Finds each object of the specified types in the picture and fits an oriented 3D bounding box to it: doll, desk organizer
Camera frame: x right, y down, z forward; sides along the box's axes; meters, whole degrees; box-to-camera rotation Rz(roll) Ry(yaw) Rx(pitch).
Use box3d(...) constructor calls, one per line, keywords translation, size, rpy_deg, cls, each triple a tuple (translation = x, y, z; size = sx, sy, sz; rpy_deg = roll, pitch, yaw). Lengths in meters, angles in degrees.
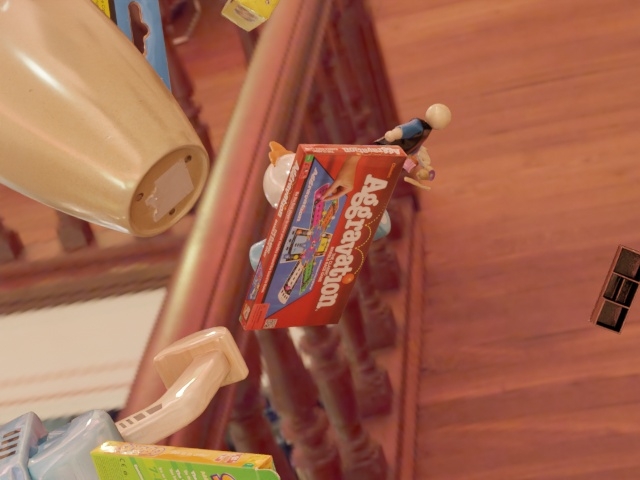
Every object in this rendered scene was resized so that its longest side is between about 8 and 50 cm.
box3d(translation=(0.103, -0.135, 1.671), size=(0.189, 0.046, 0.129), rpy_deg=(-29, -15, 5), cls="doll")
box3d(translation=(0.459, 0.075, 1.796), size=(0.047, 0.130, 0.050), rpy_deg=(21, 6, 3), cls="desk organizer")

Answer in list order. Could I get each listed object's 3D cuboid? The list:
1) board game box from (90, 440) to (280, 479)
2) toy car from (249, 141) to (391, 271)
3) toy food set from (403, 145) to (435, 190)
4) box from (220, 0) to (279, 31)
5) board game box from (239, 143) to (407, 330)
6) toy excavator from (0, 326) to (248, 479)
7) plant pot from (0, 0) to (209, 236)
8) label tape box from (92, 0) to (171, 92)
box3d(translation=(-0.128, 0.281, 1.253), size=(0.259, 0.124, 0.039), rpy_deg=(-1, 22, 37), cls="board game box")
box3d(translation=(-0.028, -0.079, 2.177), size=(0.219, 0.238, 0.210), rpy_deg=(-23, -6, 28), cls="toy car")
box3d(translation=(0.173, -0.144, 2.123), size=(0.078, 0.019, 0.122), rpy_deg=(21, 38, -22), cls="toy food set")
box3d(translation=(-0.095, -0.366, 1.741), size=(0.087, 0.058, 0.232), rpy_deg=(-58, 11, -1), cls="box")
box3d(translation=(0.000, 0.000, 1.495), size=(0.145, 0.281, 0.027), rpy_deg=(-3, 40, -30), cls="board game box")
box3d(translation=(-0.294, 0.297, 1.593), size=(0.445, 0.222, 0.433), rpy_deg=(-25, 13, -4), cls="toy excavator")
box3d(translation=(-0.268, -0.130, 1.386), size=(0.274, 0.256, 0.256), rpy_deg=(36, 54, 25), cls="plant pot")
box3d(translation=(-0.388, -0.283, 1.615), size=(0.334, 0.240, 0.106), rpy_deg=(0, -15, -35), cls="label tape box")
